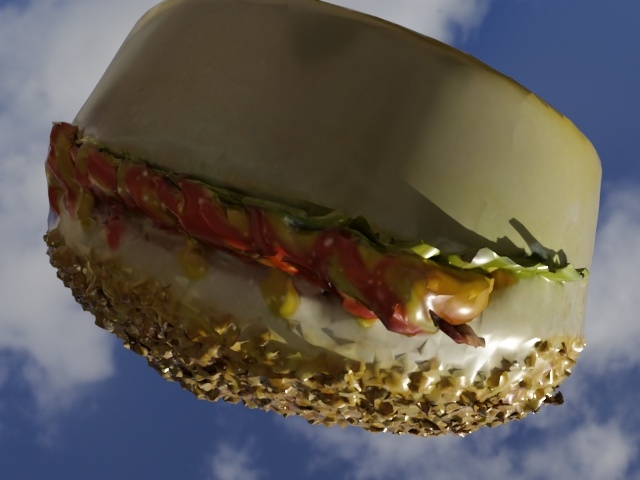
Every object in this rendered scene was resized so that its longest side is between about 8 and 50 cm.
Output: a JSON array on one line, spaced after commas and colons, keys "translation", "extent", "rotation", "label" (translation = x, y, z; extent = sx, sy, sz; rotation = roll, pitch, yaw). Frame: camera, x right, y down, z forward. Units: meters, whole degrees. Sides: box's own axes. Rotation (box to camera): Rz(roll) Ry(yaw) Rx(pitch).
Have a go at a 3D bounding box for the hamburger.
[{"translation": [0.000, 0.000, 0.540], "extent": [0.276, 0.294, 0.179], "rotation": [16, -94, 22], "label": "hamburger"}]
